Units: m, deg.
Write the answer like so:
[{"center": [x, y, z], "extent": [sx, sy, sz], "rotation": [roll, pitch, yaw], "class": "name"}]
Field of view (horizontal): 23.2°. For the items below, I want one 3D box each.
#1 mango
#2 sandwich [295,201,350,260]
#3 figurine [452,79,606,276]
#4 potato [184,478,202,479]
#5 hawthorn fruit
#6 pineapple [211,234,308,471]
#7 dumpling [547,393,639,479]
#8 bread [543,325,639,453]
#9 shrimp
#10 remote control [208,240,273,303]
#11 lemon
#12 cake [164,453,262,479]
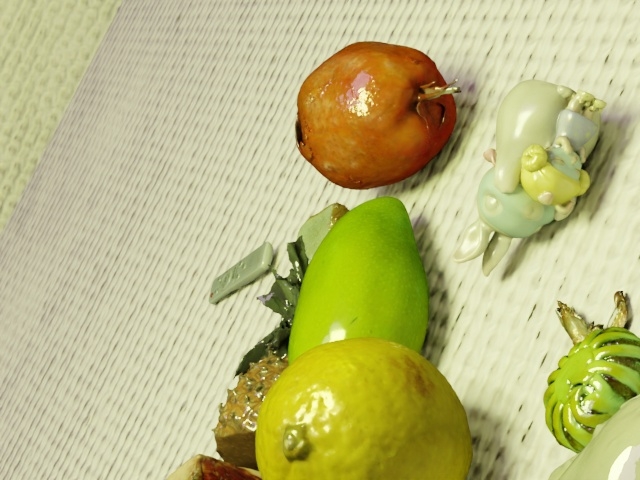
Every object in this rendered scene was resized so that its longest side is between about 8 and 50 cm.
[{"center": [0.058, 0.074, 2.034], "extent": [0.192, 0.156, 0.343], "rotation": [-25, 39, 36], "class": "mango"}, {"center": [0.000, 0.000, 2.338], "extent": [0.105, 0.036, 0.093], "rotation": [-26, 44, 50], "class": "sandwich"}, {"center": [0.253, -0.067, 1.879], "extent": [0.155, 0.127, 0.235], "rotation": [15, 82, 53], "class": "figurine"}, {"center": [-0.121, 0.490, 1.731], "extent": [0.385, 0.319, 0.442], "rotation": [-44, 55, -5], "class": "potato"}, {"center": [0.094, -0.182, 2.164], "extent": [0.299, 0.211, 0.211], "rotation": [-10, 56, 59], "class": "hawthorn fruit"}, {"center": [-0.040, 0.160, 2.156], "extent": [0.165, 0.165, 0.364], "rotation": [-36, 28, 40], "class": "pineapple"}, {"center": [0.361, 0.213, 1.382], "extent": [0.315, 0.233, 0.395], "rotation": [-33, 6, -16], "class": "dumpling"}, {"center": [0.290, 0.157, 1.643], "extent": [0.139, 0.071, 0.130], "rotation": [-51, 24, 18], "class": "bread"}, {"center": [0.306, 0.082, 1.740], "extent": [0.083, 0.023, 0.114], "rotation": [-52, 33, 11], "class": "shrimp"}, {"center": [-0.127, 0.056, 2.521], "extent": [0.184, 0.027, 0.050], "rotation": [-33, 36, 50], "class": "remote control"}, {"center": [0.049, 0.233, 1.780], "extent": [0.267, 0.267, 0.267], "rotation": [-41, 33, 34], "class": "lemon"}, {"center": [-0.136, 0.399, 2.007], "extent": [0.293, 0.196, 0.199], "rotation": [-47, 28, 28], "class": "cake"}]
